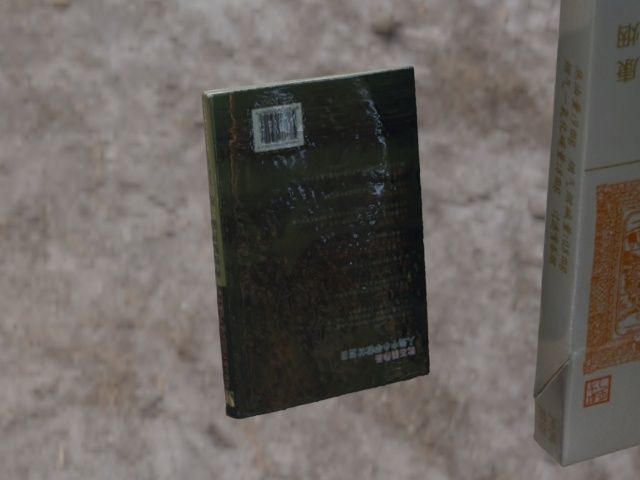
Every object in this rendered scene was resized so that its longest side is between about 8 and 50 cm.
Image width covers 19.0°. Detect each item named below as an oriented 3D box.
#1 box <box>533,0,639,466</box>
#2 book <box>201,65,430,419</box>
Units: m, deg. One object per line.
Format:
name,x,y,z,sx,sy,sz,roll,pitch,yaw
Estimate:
box,0.250,-0.028,1.313,0.204,0.365,0.051,-13,30,-23
book,0.000,0.000,1.325,0.160,0.228,0.024,-10,14,-26
